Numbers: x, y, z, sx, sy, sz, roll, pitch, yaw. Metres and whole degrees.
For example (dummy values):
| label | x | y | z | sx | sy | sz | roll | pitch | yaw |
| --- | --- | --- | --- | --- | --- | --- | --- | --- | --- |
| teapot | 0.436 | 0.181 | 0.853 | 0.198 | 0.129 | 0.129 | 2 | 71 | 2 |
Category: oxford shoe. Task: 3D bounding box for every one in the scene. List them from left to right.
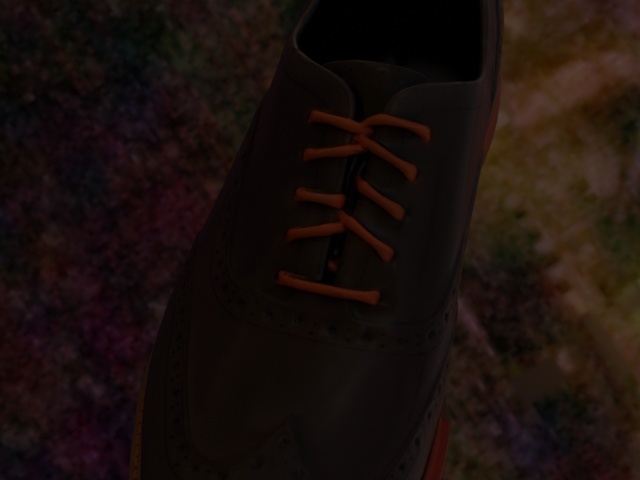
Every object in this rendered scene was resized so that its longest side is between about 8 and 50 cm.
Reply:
| label | x | y | z | sx | sy | sz | roll | pitch | yaw |
| --- | --- | --- | --- | --- | --- | --- | --- | --- | --- |
| oxford shoe | 0.000 | 0.000 | 0.422 | 0.098 | 0.096 | 0.271 | 92 | 10 | -55 |
